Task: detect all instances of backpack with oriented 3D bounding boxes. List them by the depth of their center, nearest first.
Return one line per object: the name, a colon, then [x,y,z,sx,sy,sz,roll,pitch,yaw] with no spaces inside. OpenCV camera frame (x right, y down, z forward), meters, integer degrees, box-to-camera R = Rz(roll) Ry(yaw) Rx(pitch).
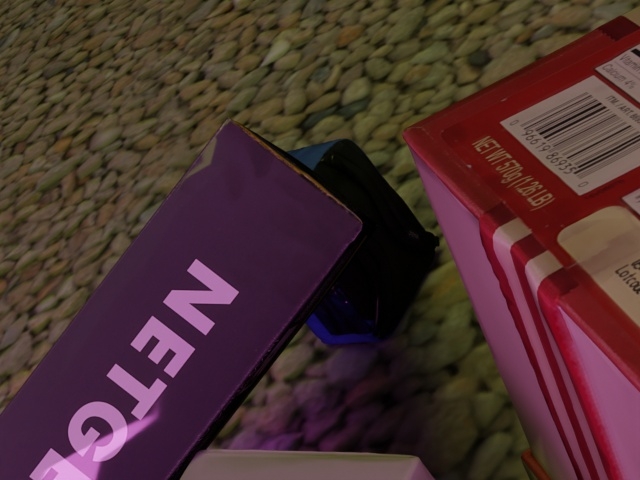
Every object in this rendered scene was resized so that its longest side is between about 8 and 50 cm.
backpack: [0.000,0.000,0.878,0.101,0.120,0.098,-8,41,37]

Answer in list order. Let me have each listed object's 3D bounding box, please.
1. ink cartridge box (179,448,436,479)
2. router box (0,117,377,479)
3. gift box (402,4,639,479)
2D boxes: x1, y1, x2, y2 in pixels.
ink cartridge box: [0.010,0.189,0.553,0.127,0.176,0.128,-8,39,42]
router box: [-0.095,0.088,0.700,0.309,0.081,0.243,-52,-2,2]
gift box: [0.180,0.058,0.486,0.276,0.258,0.255,-26,31,1]
